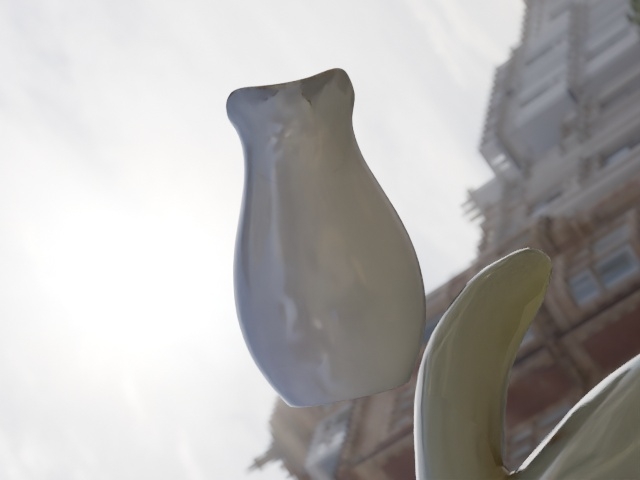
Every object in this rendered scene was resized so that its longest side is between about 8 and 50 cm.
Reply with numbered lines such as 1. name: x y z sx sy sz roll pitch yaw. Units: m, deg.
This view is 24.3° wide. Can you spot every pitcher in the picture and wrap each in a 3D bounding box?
1. pitcher: 0.000 0.000 1.004 0.178 0.125 0.207 1 -103 -86

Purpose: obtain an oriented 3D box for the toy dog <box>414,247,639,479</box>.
1. toy dog: 0.274 0.096 0.519 0.395 0.408 0.284 41 157 40
